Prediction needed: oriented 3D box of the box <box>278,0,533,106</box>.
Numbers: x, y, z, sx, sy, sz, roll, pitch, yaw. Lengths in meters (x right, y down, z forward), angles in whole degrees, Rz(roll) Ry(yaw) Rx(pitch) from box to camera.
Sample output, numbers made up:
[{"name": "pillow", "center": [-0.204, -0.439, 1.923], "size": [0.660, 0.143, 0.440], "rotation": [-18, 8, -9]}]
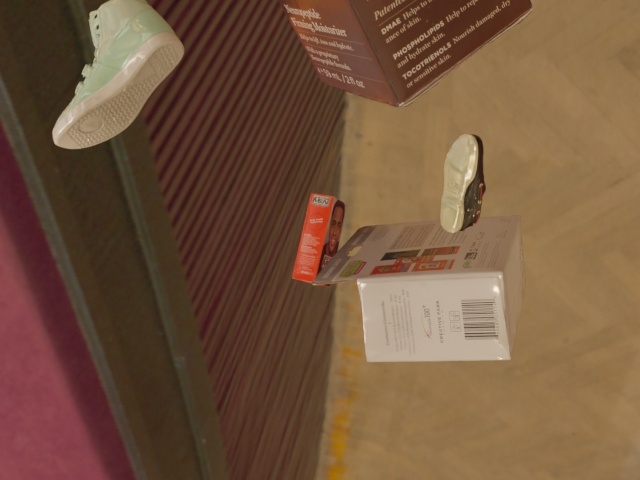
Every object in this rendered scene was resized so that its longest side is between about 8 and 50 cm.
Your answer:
[{"name": "box", "center": [0.056, -0.261, 0.837], "size": [0.203, 0.167, 0.168], "rotation": [59, 167, -29]}]

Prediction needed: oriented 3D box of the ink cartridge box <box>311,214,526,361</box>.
[{"name": "ink cartridge box", "center": [0.160, 0.066, 1.370], "size": [0.272, 0.309, 0.130], "rotation": [-3, 105, 18]}]

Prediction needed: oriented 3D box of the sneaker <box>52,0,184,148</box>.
[{"name": "sneaker", "center": [-0.329, -0.261, 1.383], "size": [0.256, 0.151, 0.094], "rotation": [-41, 154, 16]}]

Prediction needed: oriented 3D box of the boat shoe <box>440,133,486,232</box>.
[{"name": "boat shoe", "center": [0.181, -0.073, 1.129], "size": [0.049, 0.042, 0.133], "rotation": [36, 131, 43]}]

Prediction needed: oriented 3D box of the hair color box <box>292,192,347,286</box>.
[{"name": "hair color box", "center": [0.000, 0.000, 1.465], "size": [0.043, 0.141, 0.072], "rotation": [10, 176, 21]}]
